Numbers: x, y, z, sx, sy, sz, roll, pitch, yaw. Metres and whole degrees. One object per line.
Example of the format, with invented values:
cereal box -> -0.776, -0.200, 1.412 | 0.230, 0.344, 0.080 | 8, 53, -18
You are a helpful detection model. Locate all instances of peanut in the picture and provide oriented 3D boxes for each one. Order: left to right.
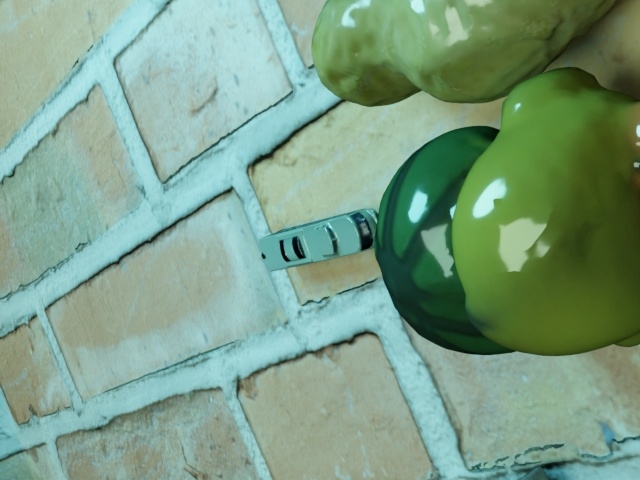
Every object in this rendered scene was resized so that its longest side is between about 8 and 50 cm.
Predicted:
peanut -> 0.100, -0.177, 0.923 | 0.319, 0.148, 0.147 | -11, 97, 53

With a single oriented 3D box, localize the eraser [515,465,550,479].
eraser -> 0.212, 0.344, 1.091 | 0.227, 0.081, 0.174 | 59, 146, 14

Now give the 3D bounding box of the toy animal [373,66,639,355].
toy animal -> 0.167, -0.007, 0.864 | 0.338, 0.191, 0.216 | -15, 107, 53

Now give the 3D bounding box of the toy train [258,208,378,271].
toy train -> 0.000, 0.000, 1.241 | 0.207, 0.047, 0.043 | -14, 97, 58
